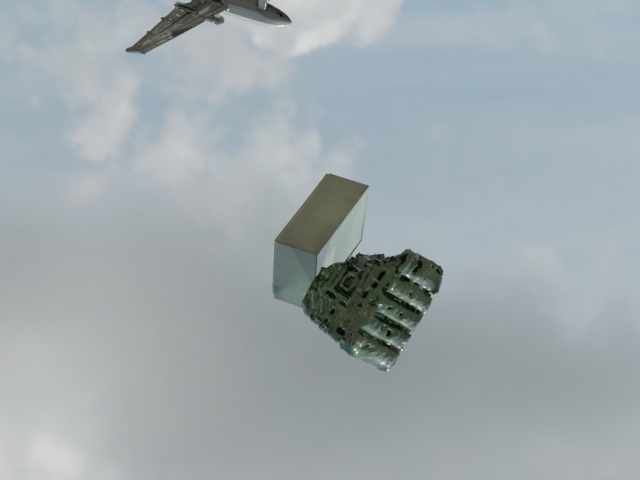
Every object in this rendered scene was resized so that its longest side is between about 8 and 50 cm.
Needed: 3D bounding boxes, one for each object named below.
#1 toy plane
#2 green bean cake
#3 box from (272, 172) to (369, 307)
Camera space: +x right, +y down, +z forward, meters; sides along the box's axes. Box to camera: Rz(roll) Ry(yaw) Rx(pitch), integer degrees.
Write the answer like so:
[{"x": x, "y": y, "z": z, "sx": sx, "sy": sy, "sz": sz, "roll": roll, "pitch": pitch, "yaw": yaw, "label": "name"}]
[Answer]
[{"x": -0.140, "y": -0.269, "z": 1.090, "sx": 0.226, "sy": 0.058, "sz": 0.226, "roll": 10, "pitch": -126, "yaw": -1, "label": "toy plane"}, {"x": 0.074, "y": 0.082, "z": 1.634, "sx": 0.107, "sy": 0.193, "sz": 0.208, "roll": 24, "pitch": -174, "yaw": -32, "label": "green bean cake"}, {"x": 0.000, "y": 0.000, "z": 1.795, "sx": 0.086, "sy": 0.129, "sz": 0.225, "roll": 19, "pitch": -139, "yaw": 16, "label": "box"}]
